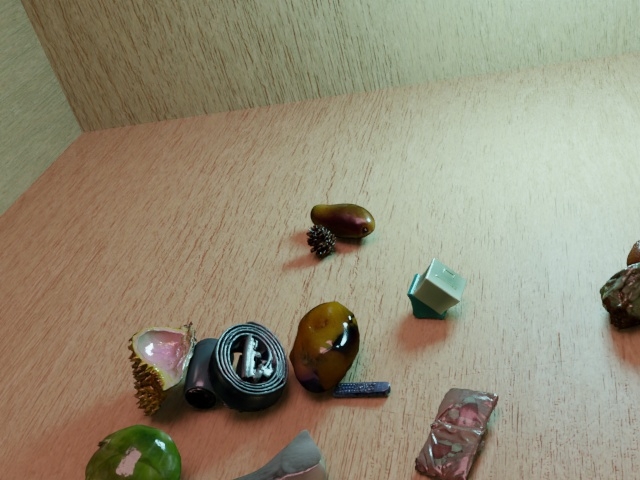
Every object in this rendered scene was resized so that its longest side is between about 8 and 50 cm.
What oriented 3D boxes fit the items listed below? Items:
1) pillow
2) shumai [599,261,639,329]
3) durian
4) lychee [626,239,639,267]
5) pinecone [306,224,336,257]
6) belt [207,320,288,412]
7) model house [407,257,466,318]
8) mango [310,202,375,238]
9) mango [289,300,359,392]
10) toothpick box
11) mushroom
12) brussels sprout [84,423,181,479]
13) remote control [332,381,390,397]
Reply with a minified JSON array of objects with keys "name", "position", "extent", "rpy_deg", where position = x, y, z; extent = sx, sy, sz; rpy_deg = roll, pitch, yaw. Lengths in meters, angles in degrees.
[{"name":"pillow","position":[0.317,0.448,1.743],"extent":[0.135,0.049,0.248],"rpy_deg":[5,42,32]},{"name":"shumai","position":[0.802,0.143,1.896],"extent":[0.184,0.184,0.141],"rpy_deg":[-19,67,-3]},{"name":"durian","position":[-0.454,0.375,2.089],"extent":[0.186,0.195,0.305],"rpy_deg":[11,31,-13]},{"name":"lychee","position":[0.875,0.066,2.032],"extent":[0.114,0.140,0.101],"rpy_deg":[7,6,-37]},{"name":"pinecone","position":[0.004,-0.002,2.510],"extent":[0.102,0.109,0.102],"rpy_deg":[-16,21,6]},{"name":"belt","position":[-0.192,0.327,2.018],"extent":[0.207,0.116,0.267],"rpy_deg":[7,41,-21]},{"name":"model house","position":[0.318,0.148,2.130],"extent":[0.127,0.149,0.100],"rpy_deg":[35,41,-3]},{"name":"mango","position":[0.080,-0.070,2.577],"extent":[0.268,0.111,0.133],"rpy_deg":[14,59,37]},{"name":"mango","position":[0.015,0.279,2.032],"extent":[0.201,0.152,0.287],"rpy_deg":[-8,30,20]},{"name":"toothpick box","position":[-0.312,0.371,2.081],"extent":[0.120,0.120,0.184],"rpy_deg":[-8,36,14]},{"name":"mushroom","position":[-0.173,0.580,1.696],"extent":[0.397,0.126,0.177],"rpy_deg":[-24,23,-10]},{"name":"brussels sprout","position":[-0.448,0.551,1.791],"extent":[0.244,0.244,0.244],"rpy_deg":[-12,33,8]},{"name":"remote control","position":[0.108,0.387,1.951],"extent":[0.153,0.027,0.043],"rpy_deg":[-5,40,21]}]
